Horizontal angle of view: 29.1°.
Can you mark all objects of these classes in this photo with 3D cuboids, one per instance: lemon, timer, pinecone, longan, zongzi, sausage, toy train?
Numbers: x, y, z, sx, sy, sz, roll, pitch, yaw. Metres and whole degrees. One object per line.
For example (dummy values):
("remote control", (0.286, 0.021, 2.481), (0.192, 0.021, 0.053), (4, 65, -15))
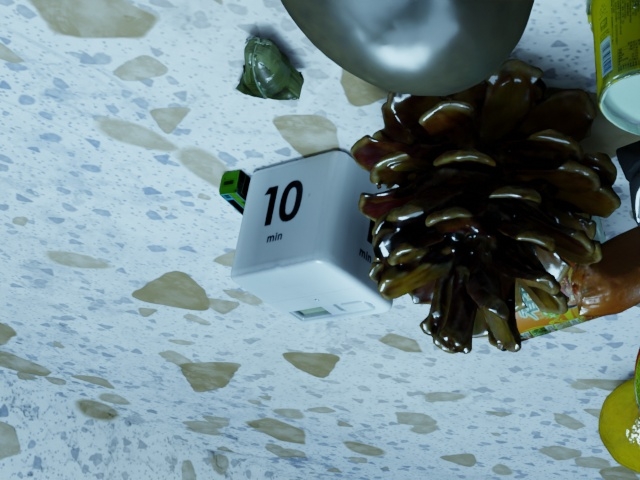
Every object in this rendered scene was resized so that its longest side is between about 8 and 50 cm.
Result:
("lemon", (0.642, 0.365, 2.426), (0.188, 0.188, 0.256), (2, 156, 16))
("timer", (0.000, 0.000, 1.919), (0.192, 0.195, 0.194), (-12, 147, 37))
("pinecone", (0.211, -0.025, 1.611), (0.384, 0.384, 0.384), (8, 154, 4))
("longan", (0.076, -0.301, 1.225), (0.288, 0.288, 0.350), (-5, 139, 28))
("zongzi", (-0.094, -0.231, 1.658), (0.119, 0.055, 0.109), (6, 153, 34))
("sausage", (0.493, 0.012, 1.740), (0.348, 0.094, 0.097), (-23, 153, -22))
("toy train", (-0.097, -0.044, 2.034), (0.042, 0.044, 0.209), (-6, 149, 29))

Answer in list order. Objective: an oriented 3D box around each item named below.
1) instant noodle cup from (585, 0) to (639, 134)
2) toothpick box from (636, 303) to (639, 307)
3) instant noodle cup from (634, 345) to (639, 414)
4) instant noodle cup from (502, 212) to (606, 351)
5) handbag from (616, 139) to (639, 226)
("instant noodle cup", (0.392, -0.212, 1.413), (0.182, 0.144, 0.182), (8, 154, 4))
("toothpick box", (0.572, 0.072, 1.951), (0.181, 0.111, 0.111), (17, 153, -11))
("instant noodle cup", (0.700, 0.254, 2.211), (0.212, 0.193, 0.193), (7, 155, -12))
("instant noodle cup", (0.342, 0.042, 1.878), (0.182, 0.230, 0.230), (-12, 148, 18))
("handbag", (0.562, -0.114, 1.517), (0.342, 0.152, 0.288), (3, 156, -38))
